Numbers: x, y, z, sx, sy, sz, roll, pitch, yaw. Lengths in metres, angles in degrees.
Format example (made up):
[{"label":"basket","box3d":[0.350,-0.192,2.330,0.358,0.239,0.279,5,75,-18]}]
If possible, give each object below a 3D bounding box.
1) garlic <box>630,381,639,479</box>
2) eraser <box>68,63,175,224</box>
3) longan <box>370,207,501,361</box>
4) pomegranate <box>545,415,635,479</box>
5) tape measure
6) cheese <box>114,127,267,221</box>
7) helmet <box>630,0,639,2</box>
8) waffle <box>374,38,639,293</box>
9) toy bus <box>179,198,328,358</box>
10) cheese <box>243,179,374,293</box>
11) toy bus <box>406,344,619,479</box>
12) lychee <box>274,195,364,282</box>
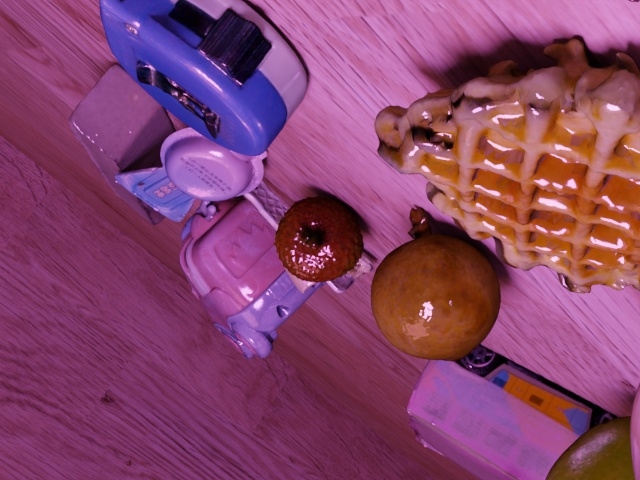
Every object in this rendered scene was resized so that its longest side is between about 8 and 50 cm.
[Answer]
[{"label":"garlic","box3d":[0.337,0.204,0.915,0.143,0.112,0.318,-152,45,-66]},{"label":"eraser","box3d":[-0.274,-0.131,1.543,0.077,0.111,0.352,32,167,11]},{"label":"longan","box3d":[0.125,0.049,1.152,0.145,0.176,0.154,-9,176,-43]},{"label":"pomegranate","box3d":[0.417,0.325,1.156,0.309,0.216,0.358,36,179,1]},{"label":"tape measure","box3d":[-0.128,-0.166,1.080,0.215,0.098,0.351,36,170,2]},{"label":"cheese","box3d":[-0.167,-0.092,1.391,0.135,0.052,0.244,39,140,-27]},{"label":"helmet","box3d":[0.143,-0.159,0.433,0.098,0.070,0.123,40,175,7]},{"label":"waffle","box3d":[0.199,-0.034,0.767,0.297,0.073,0.317,35,162,-26]},{"label":"toy bus","box3d":[-0.113,0.036,1.607,0.232,0.197,0.294,46,168,-5]},{"label":"cheese","box3d":[-0.037,-0.016,1.435,0.235,0.127,0.050,48,133,3]},{"label":"toy bus","box3d":[0.311,0.298,1.507,0.386,0.162,0.171,26,164,33]},{"label":"lychee","box3d":[0.000,0.000,1.326,0.114,0.114,0.146,31,-174,16]}]
